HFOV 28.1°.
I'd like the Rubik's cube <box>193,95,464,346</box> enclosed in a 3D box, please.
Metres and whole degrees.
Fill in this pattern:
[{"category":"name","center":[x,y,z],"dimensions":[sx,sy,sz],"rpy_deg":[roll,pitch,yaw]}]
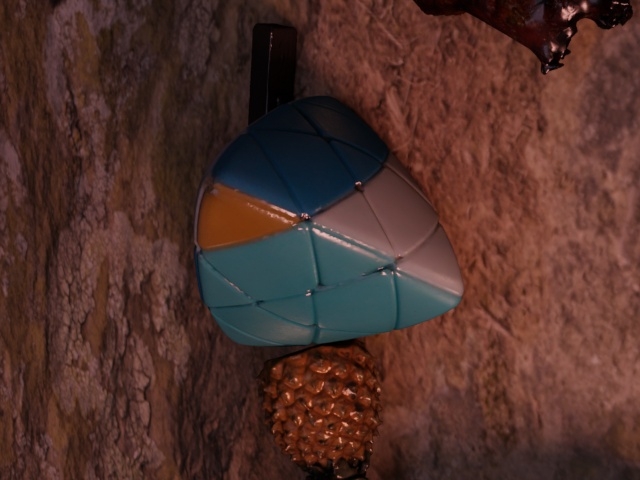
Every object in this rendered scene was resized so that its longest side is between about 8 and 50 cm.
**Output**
[{"category":"Rubik's cube","center":[0.000,0.000,1.058],"dimensions":[0.254,0.254,0.254],"rpy_deg":[9,103,45]}]

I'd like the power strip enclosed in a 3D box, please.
[{"category":"power strip","center":[-0.046,-0.150,1.219],"dimensions":[0.029,0.038,0.111],"rpy_deg":[17,110,42]}]

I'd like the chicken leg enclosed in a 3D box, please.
[{"category":"chicken leg","center":[0.145,-0.200,1.001],"dimensions":[0.234,0.063,0.105],"rpy_deg":[34,115,39]}]

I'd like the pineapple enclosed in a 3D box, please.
[{"category":"pineapple","center":[0.023,0.231,1.150],"dimensions":[0.130,0.119,0.277],"rpy_deg":[-14,87,52]}]
